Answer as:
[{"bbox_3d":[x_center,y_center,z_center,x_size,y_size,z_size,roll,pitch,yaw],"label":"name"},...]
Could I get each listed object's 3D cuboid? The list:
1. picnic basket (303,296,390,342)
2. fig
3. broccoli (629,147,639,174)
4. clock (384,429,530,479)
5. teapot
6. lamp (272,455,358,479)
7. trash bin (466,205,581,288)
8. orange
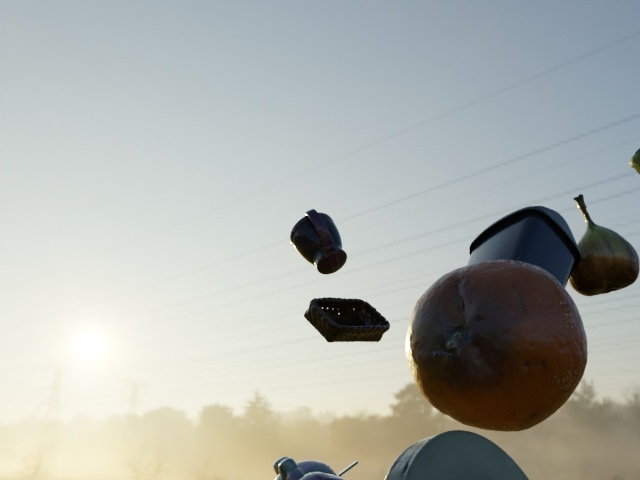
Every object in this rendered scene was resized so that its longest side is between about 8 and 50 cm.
[{"bbox_3d":[0.055,0.167,1.540,0.193,0.054,0.110,6,29,-47],"label":"picnic basket"},{"bbox_3d":[0.628,0.013,1.676,0.161,0.230,0.143,-8,9,4],"label":"fig"},{"bbox_3d":[0.551,-0.066,0.975,0.165,0.145,0.304,31,2,-44],"label":"broccoli"},{"bbox_3d":[0.142,0.288,0.668,0.235,0.234,0.029,16,-36,-39],"label":"clock"},{"bbox_3d":[0.008,0.001,1.757,0.116,0.146,0.148,-2,-49,-33],"label":"teapot"},{"bbox_3d":[0.007,0.565,1.600,0.248,0.247,0.301,-32,-7,-19],"label":"lamp"},{"bbox_3d":[0.397,0.062,1.506,0.182,0.290,0.209,48,-50,-7],"label":"trash bin"},{"bbox_3d":[0.212,0.127,0.925,0.224,0.223,0.170,-11,-15,36],"label":"orange"}]
